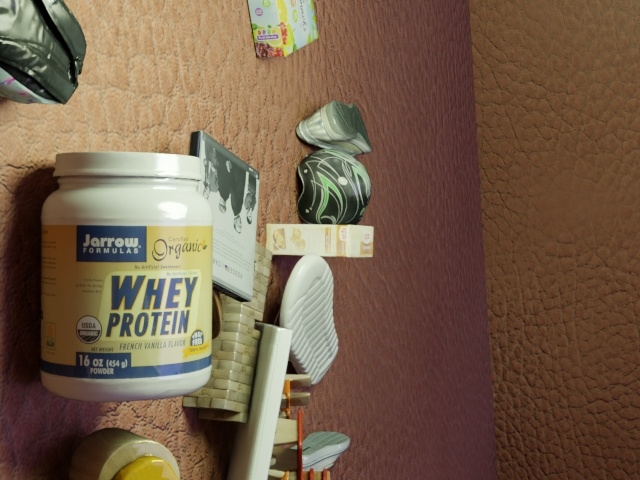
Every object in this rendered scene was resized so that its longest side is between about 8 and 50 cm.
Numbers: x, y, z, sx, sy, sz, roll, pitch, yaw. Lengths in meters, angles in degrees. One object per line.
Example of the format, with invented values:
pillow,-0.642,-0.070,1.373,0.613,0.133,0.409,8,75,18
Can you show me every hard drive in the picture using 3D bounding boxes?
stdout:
hard drive,-0.113,0.307,1.616,0.203,0.040,0.307,170,-69,-75

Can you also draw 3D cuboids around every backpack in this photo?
backpack,-0.369,-0.243,1.075,0.152,0.115,0.182,-69,153,-15

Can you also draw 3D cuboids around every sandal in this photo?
sandal,-0.048,0.177,1.876,0.169,0.102,0.416,-53,153,-31

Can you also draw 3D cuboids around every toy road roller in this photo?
toy road roller,-0.282,0.444,1.197,0.241,0.202,0.329,-25,101,-31

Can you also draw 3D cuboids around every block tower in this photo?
block tower,-0.165,0.154,1.599,0.097,0.091,0.335,34,59,-62

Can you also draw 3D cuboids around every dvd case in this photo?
dvd case,-0.161,-0.036,1.451,0.179,0.030,0.238,36,51,-55

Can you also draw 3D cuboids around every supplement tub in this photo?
supplement tub,-0.260,0.043,1.199,0.228,0.228,0.316,-3,94,-67

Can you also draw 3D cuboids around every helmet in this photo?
helmet,0.029,-0.120,1.968,0.169,0.169,0.161,-42,146,-60

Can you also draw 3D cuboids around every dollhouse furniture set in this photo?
dollhouse furniture set,-0.043,0.427,1.732,0.259,0.135,0.262,93,-3,-51

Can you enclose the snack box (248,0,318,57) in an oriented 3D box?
snack box,-0.080,-0.490,1.789,0.174,0.070,0.207,-46,133,-57

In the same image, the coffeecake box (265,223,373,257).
coffeecake box,0.000,0.000,1.852,0.142,0.186,0.068,3,89,-66

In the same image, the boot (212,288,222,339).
boot,-0.202,0.006,1.518,0.220,0.109,0.283,-63,139,-53

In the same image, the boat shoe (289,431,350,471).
boat shoe,-0.013,0.489,2.003,0.226,0.083,0.075,-1,104,-55

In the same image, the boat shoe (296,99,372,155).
boat shoe,0.041,-0.252,2.071,0.320,0.103,0.118,-6,77,-72
